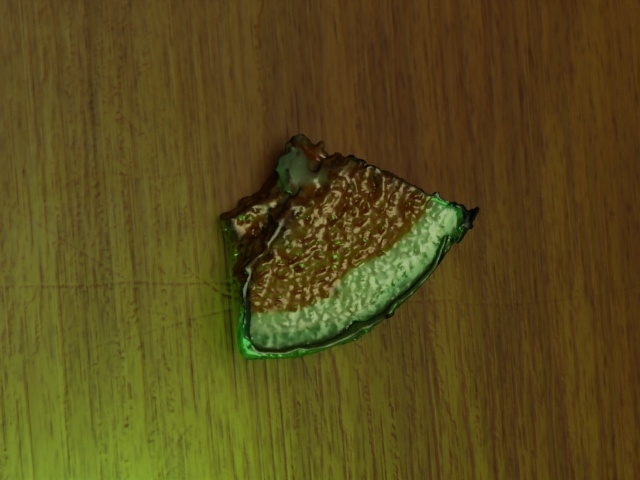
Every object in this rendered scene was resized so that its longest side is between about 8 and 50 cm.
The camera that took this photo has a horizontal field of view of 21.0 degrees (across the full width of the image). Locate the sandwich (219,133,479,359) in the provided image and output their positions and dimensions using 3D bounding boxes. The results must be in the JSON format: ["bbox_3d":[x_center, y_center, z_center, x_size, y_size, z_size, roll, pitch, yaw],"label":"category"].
[{"bbox_3d":[0.000,0.014,1.832,0.212,0.109,0.292,43,72,-7],"label":"sandwich"}]
